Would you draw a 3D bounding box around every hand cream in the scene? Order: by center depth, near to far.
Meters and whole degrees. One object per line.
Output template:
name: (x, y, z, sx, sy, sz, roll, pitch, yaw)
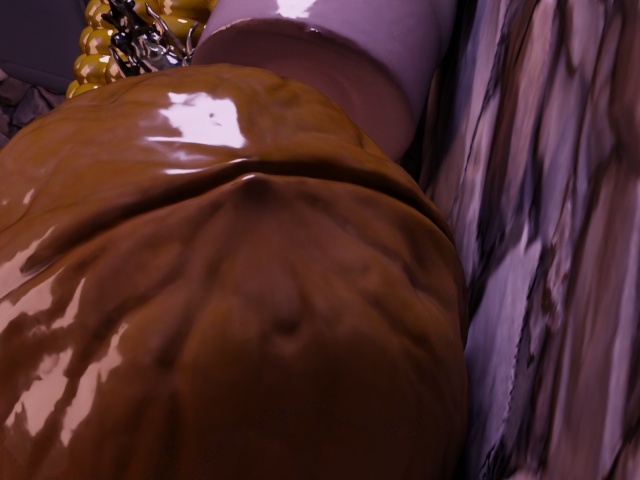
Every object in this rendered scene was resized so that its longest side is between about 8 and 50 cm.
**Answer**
hand cream: (0.027, -0.142, 0.740, 0.133, 0.083, 0.248, 111, 178, -53)

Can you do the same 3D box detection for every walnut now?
walnut: (-0.038, 0.040, 0.565, 0.207, 0.167, 0.167, 114, 166, -54)

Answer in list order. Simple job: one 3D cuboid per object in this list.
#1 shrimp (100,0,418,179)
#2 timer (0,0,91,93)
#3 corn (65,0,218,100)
shrimp: (-0.024, -0.054, 0.769, 0.091, 0.161, 0.034, -40, -26, -7)
timer: (-0.146, -0.321, 1.560, 0.395, 0.173, 0.395, 18, -90, -76)
corn: (-0.023, -0.158, 0.888, 0.144, 0.144, 0.387, 127, 154, -76)
